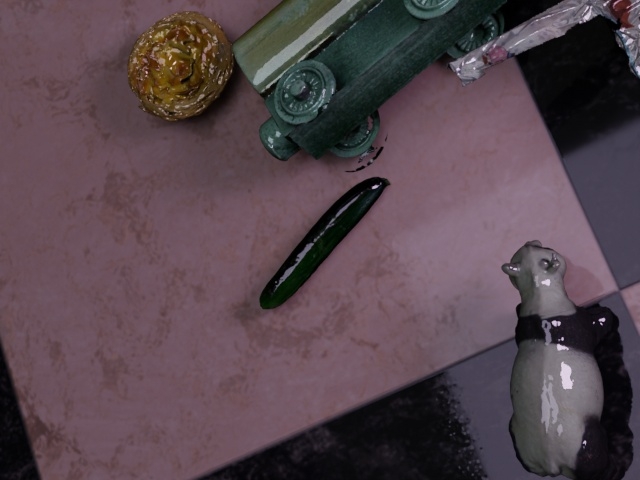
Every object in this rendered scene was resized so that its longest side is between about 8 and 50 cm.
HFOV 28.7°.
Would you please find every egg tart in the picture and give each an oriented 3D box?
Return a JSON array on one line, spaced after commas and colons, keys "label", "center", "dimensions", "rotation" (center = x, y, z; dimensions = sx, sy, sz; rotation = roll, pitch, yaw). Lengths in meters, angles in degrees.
[{"label": "egg tart", "center": [-0.148, -0.188, 1.367], "dimensions": [0.129, 0.049, 0.129], "rotation": [-5, 75, 20]}]

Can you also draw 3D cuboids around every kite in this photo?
[{"label": "kite", "center": [0.281, -0.232, 1.132], "dimensions": [0.368, 0.014, 0.406], "rotation": [-28, 76, -5]}]

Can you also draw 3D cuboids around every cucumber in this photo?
[{"label": "cucumber", "center": [0.000, 0.000, 1.281], "dimensions": [0.184, 0.033, 0.036], "rotation": [-49, 46, 8]}]

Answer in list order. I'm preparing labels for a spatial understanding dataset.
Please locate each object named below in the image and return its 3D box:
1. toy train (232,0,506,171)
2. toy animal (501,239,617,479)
[{"label": "toy train", "center": [0.050, -0.209, 1.258], "dimensions": [0.307, 0.126, 0.189], "rotation": [-39, 50, 15]}, {"label": "toy animal", "center": [0.209, 0.109, 1.123], "dimensions": [0.094, 0.121, 0.225], "rotation": [-4, 79, 23]}]
